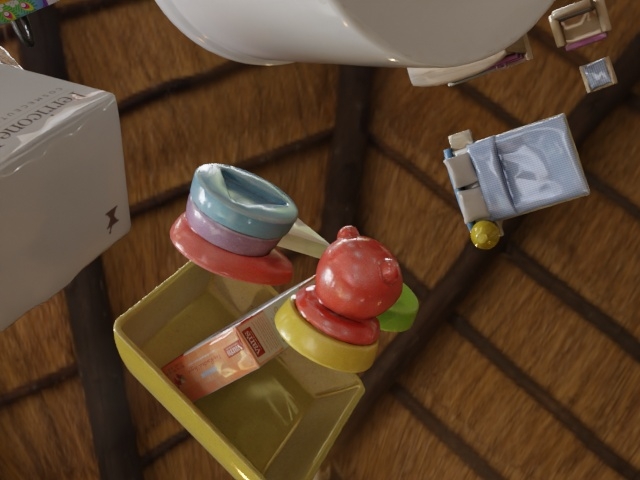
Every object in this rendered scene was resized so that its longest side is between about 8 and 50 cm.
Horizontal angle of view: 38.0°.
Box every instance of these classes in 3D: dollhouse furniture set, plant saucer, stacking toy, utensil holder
[{"bbox_3d":[0.296,-0.154,1.324,0.286,0.303,0.198,-16,-177,25],"label":"dollhouse furniture set"},{"bbox_3d":[-0.118,0.190,1.333,0.333,0.081,0.333,46,-152,-1],"label":"plant saucer"},{"bbox_3d":[0.000,0.000,1.116,0.309,0.130,0.279,36,-158,23],"label":"stacking toy"},{"bbox_3d":[0.023,-0.333,0.928,0.328,0.327,0.385,-20,-159,-24],"label":"utensil holder"}]

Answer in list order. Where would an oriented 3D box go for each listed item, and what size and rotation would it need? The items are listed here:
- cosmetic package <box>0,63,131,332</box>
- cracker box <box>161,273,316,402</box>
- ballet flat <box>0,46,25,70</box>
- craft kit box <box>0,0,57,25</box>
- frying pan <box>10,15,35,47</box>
[{"bbox_3d":[-0.436,-0.078,0.891,0.453,0.161,0.230,17,-143,21],"label":"cosmetic package"},{"bbox_3d":[-0.089,0.132,1.291,0.067,0.156,0.232,59,-146,0],"label":"cracker box"},{"bbox_3d":[-0.558,-0.270,1.570,0.316,0.107,0.106,27,-162,33],"label":"ballet flat"},{"bbox_3d":[-0.403,-0.368,1.069,0.247,0.250,0.061,-21,-133,13],"label":"craft kit box"},{"bbox_3d":[-0.516,-0.472,1.455,0.053,0.326,0.197,-17,-152,40],"label":"frying pan"}]
